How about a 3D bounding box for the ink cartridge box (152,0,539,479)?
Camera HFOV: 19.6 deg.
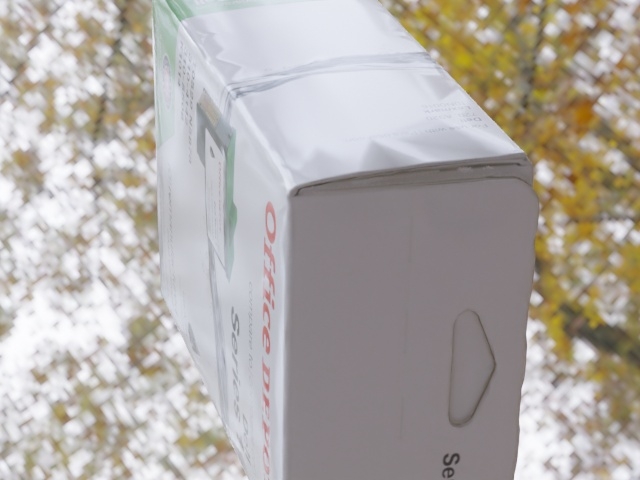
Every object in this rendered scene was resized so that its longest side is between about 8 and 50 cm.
[{"bbox_3d":[0.000,0.000,0.737,0.092,0.219,0.160,-7,-63,-15],"label":"ink cartridge box"}]
